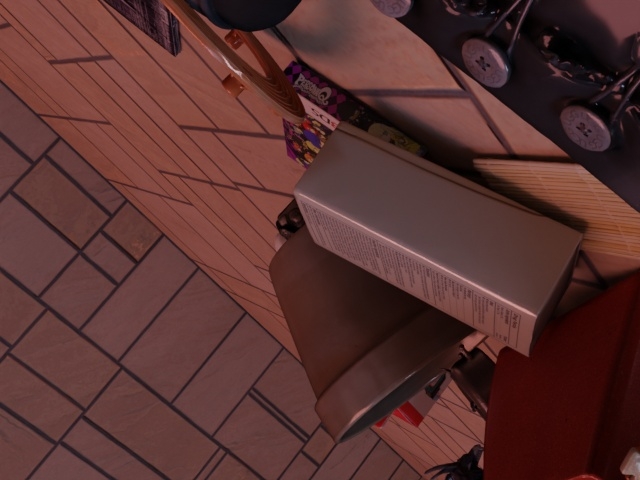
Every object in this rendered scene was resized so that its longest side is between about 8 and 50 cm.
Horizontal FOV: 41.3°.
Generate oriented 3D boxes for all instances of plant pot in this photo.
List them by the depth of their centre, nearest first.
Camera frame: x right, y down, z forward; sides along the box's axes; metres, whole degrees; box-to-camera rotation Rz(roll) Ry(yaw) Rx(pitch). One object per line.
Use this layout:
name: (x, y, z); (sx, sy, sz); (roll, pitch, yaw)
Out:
plant pot: (0.336, 0.244, 0.942); (0.267, 0.235, 0.267); (40, 141, -4)
plant pot: (0.073, 0.103, 1.296); (0.280, 0.323, 0.323); (52, 170, 16)

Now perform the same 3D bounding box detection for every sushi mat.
sushi mat: (0.292, -0.026, 0.847); (0.151, 0.019, 0.317); (47, 164, -26)

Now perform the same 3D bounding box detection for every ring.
ring: (-0.136, -0.249, 0.905); (0.336, 0.032, 0.336); (46, -168, -13)

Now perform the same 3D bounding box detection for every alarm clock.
alarm clock: (0.245, 0.227, 1.153); (0.192, 0.064, 0.129); (48, 177, 17)

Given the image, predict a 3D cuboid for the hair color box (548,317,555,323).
hair color box: (0.381, 0.263, 1.324); (0.185, 0.113, 0.374); (34, 166, 19)

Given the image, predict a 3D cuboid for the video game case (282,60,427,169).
video game case: (0.040, -0.119, 1.143); (0.210, 0.042, 0.232); (36, 166, 12)

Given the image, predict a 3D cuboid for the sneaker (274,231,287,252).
sneaker: (0.012, 0.033, 1.641); (0.235, 0.090, 0.094); (30, 151, 20)

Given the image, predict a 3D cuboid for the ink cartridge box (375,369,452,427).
ink cartridge box: (0.165, 0.265, 1.632); (0.078, 0.231, 0.134); (48, 164, -31)

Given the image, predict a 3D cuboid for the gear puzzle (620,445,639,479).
gear puzzle: (0.363, 0.172, 0.742); (0.176, 0.338, 0.044); (20, -161, -5)

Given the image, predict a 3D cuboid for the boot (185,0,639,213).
boot: (0.101, -0.175, 0.656); (0.445, 0.146, 0.367); (33, 167, 7)

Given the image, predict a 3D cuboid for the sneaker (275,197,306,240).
sneaker: (0.000, 0.000, 1.524); (0.227, 0.087, 0.130); (34, 172, 42)

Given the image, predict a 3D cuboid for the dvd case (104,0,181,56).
dvd case: (-0.299, -0.375, 1.254); (0.221, 0.018, 0.164); (38, 167, 2)

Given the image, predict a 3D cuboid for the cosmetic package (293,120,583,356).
cosmetic package: (0.134, -0.002, 0.993); (0.310, 0.113, 0.160); (27, 164, 19)

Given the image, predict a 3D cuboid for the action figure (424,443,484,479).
action figure: (0.317, 0.394, 1.390); (0.276, 0.140, 0.164); (23, 168, -3)
